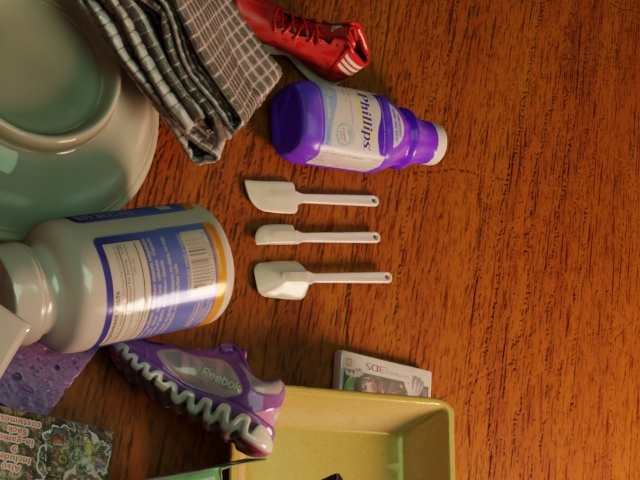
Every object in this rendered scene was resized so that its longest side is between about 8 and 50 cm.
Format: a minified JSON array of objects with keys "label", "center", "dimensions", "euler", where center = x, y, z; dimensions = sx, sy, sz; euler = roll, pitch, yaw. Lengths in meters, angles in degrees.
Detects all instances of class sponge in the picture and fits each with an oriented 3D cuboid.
[{"label":"sponge","center":[-0.320,0.109,1.356],"dimensions":[0.117,0.031,0.210],"euler":[48,52,-19]}]

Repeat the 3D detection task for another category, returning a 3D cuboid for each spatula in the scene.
[{"label":"spatula","center":[0.000,0.000,1.652],"dimensions":[0.242,0.019,0.168],"euler":[2,71,-39]}]

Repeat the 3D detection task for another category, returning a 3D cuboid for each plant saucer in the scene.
[{"label":"plant saucer","center":[-0.349,-0.197,1.356],"dimensions":[0.400,0.100,0.400],"euler":[15,64,-34]},{"label":"plant saucer","center":[0.018,0.364,1.500],"dimensions":[0.333,0.081,0.332],"euler":[9,71,-27]}]

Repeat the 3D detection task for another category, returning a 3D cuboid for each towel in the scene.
[{"label":"towel","center":[-0.170,-0.255,1.437],"dimensions":[0.283,0.121,0.235],"euler":[56,15,-15]}]

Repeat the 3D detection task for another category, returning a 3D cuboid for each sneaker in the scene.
[{"label":"sneaker","center":[-0.142,0.163,1.399],"dimensions":[0.236,0.095,0.104],"euler":[30,69,2]},{"label":"sneaker","center":[-0.021,-0.306,1.644],"dimensions":[0.221,0.128,0.087],"euler":[25,62,-33]}]

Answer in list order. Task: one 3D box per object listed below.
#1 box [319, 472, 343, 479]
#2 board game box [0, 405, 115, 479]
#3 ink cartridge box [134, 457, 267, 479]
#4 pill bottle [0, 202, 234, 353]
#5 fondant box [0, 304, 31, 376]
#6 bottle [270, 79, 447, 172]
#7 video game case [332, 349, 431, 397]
[{"label":"box","center":[-0.067,0.474,1.237],"dimensions":[0.312,0.343,0.179],"euler":[63,10,-8]},{"label":"board game box","center":[-0.338,0.327,1.150],"dimensions":[0.141,0.232,0.291],"euler":[19,66,-32]},{"label":"ink cartridge box","center":[-0.168,0.298,1.329],"dimensions":[0.209,0.109,0.062],"euler":[-8,81,-18]},{"label":"pill bottle","center":[-0.247,0.044,1.312],"dimensions":[0.272,0.152,0.152],"euler":[-10,84,-40]},{"label":"fondant box","center":[-0.449,0.075,1.066],"dimensions":[0.238,0.330,0.096],"euler":[38,59,-25]},{"label":"bottle","center":[0.062,-0.157,1.692],"dimensions":[0.283,0.092,0.118],"euler":[6,73,-37]},{"label":"video game case","center":[0.086,0.263,1.642],"dimensions":[0.173,0.022,0.190],"euler":[17,68,-34]}]
